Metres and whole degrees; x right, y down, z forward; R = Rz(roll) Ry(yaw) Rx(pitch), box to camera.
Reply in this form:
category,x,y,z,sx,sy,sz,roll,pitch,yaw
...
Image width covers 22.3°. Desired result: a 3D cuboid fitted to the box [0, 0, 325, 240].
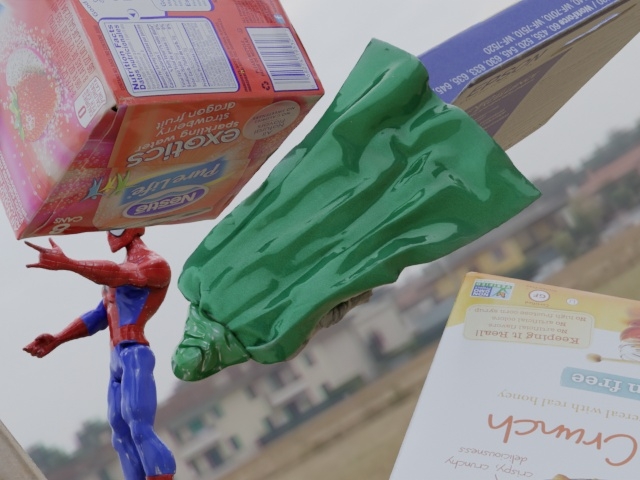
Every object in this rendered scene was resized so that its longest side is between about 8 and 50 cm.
category,x,y,z,sx,sy,sz,roll,pitch,yaw
box,-0.146,-0.164,0.983,0.154,0.300,0.142,-8,-27,-41

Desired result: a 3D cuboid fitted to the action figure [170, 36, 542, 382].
category,x,y,z,sx,sy,sz,roll,pitch,yaw
action figure,0.000,0.000,0.912,0.232,0.137,0.063,-41,-15,-27

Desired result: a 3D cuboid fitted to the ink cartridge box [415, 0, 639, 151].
category,x,y,z,sx,sy,sz,roll,pitch,yaw
ink cartridge box,0.130,-0.120,1.197,0.304,0.072,0.307,-31,-12,-32

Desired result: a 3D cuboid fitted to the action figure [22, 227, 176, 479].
category,x,y,z,sx,sy,sz,roll,pitch,yaw
action figure,-0.183,0.104,1.280,0.139,0.280,0.091,8,-19,-25

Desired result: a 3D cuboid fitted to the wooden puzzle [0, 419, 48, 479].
category,x,y,z,sx,sy,sz,roll,pitch,yaw
wooden puzzle,-0.330,0.214,1.057,0.322,0.348,0.080,-33,-29,-24

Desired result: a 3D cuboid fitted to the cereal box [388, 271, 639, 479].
category,x,y,z,sx,sy,sz,roll,pitch,yaw
cereal box,0.111,0.111,0.613,0.173,0.047,0.240,10,37,12
